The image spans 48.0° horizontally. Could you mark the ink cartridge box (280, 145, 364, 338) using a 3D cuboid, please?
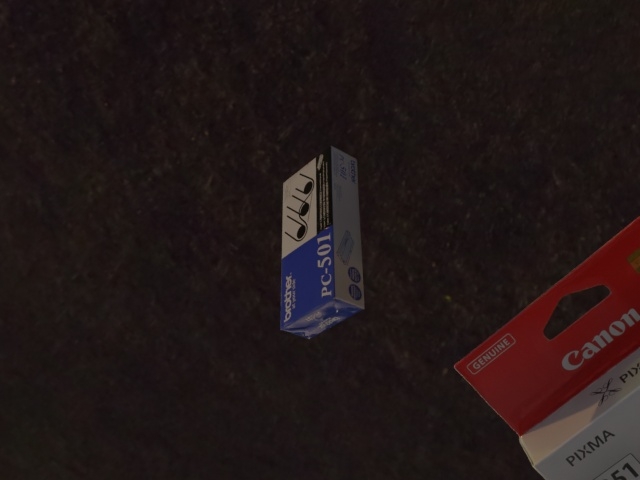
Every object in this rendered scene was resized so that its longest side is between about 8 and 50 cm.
[{"bbox_3d":[0.000,0.000,0.837,0.046,0.207,0.097,23,141,-33],"label":"ink cartridge box"}]

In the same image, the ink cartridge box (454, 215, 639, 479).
[{"bbox_3d":[0.345,0.150,0.798,0.296,0.066,0.261,-41,104,10],"label":"ink cartridge box"}]
